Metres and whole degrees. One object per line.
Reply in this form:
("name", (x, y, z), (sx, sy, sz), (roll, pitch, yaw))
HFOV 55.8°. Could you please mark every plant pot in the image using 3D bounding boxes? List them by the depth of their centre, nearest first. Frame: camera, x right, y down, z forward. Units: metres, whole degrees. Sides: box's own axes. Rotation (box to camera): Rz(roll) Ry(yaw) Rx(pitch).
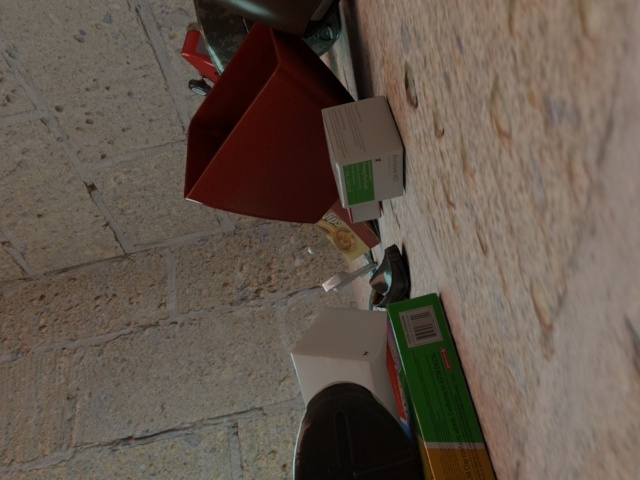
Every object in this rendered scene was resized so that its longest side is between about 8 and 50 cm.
("plant pot", (-0.081, -0.415, 0.896), (0.230, 0.215, 0.215), (38, 179, 2))
("plant pot", (-0.060, -0.184, 1.035), (0.236, 0.267, 0.267), (27, -151, -27))

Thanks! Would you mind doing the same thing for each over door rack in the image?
("over door rack", (0.000, 0.000, 1.410), (0.239, 0.108, 0.324), (57, -163, 8))

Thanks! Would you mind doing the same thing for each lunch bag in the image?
("lunch bag", (-0.109, -0.476, 1.194), (0.212, 0.256, 0.305), (70, -175, -59))

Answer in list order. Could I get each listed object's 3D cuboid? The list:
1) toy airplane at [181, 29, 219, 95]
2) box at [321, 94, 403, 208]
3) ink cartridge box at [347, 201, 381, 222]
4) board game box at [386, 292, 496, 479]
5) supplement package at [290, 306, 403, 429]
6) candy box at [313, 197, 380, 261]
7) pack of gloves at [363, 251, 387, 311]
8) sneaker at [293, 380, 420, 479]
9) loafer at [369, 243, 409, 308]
("toy airplane", (-0.102, -0.379, 1.484), (0.272, 0.384, 0.386), (9, 125, 59))
("box", (0.057, -0.116, 0.800), (0.101, 0.087, 0.102), (77, 179, -57))
("ink cartridge box", (0.068, -0.121, 1.154), (0.150, 0.063, 0.109), (-103, 0, -56))
("board game box", (0.149, 0.238, 0.813), (0.316, 0.064, 0.242), (77, 180, -64))
("supplement package", (0.081, 0.310, 1.272), (0.175, 0.178, 0.293), (-47, -48, -51))
("candy box", (0.023, -0.120, 1.363), (0.183, 0.087, 0.316), (44, -160, -33))
("pack of gloves", (0.133, 0.127, 1.631), (0.195, 0.046, 0.232), (76, -179, -61))
("sneaker", (0.050, 0.332, 0.916), (0.257, 0.169, 0.447), (-107, 1, -60))
("loafer", (0.112, 0.068, 0.999), (0.170, 0.061, 0.062), (78, 180, -51))
